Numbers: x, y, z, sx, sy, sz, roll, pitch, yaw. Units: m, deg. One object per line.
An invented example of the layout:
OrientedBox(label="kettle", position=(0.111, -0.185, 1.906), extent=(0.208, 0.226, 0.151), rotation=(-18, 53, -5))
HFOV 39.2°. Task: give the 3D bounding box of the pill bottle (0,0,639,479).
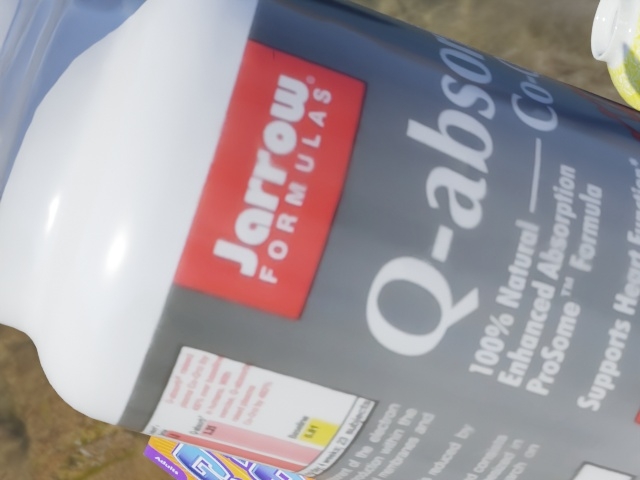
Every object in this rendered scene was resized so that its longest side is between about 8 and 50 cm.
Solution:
OrientedBox(label="pill bottle", position=(0.000, 0.000, 0.411), extent=(0.363, 0.210, 0.210), rotation=(18, 63, -12))

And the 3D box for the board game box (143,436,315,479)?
OrientedBox(label="board game box", position=(0.011, 0.230, 1.331), extent=(0.356, 0.356, 0.356), rotation=(36, 52, 5))

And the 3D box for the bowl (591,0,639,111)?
OrientedBox(label="bowl", position=(0.510, -0.323, 1.377), extent=(0.156, 0.289, 0.289), rotation=(8, 63, -2))
